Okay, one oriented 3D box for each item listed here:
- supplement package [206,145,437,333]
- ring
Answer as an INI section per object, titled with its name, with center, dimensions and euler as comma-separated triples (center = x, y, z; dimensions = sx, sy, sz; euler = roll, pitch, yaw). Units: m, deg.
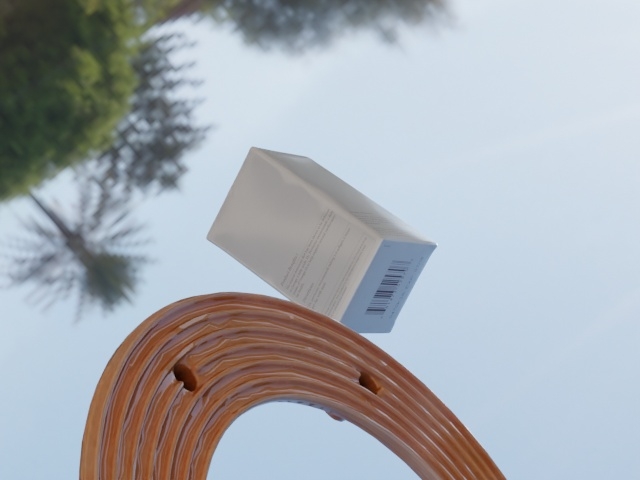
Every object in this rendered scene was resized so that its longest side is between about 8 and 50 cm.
[supplement package]
center = 0.000, 0.000, 1.527
dimensions = 0.105, 0.179, 0.105
euler = 4, 117, -56
[ring]
center = 0.020, 0.172, 0.709
dimensions = 0.032, 0.336, 0.336
euler = -36, -162, 28
